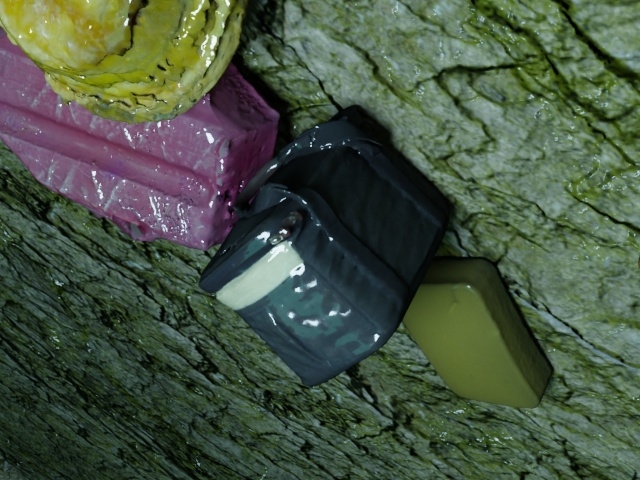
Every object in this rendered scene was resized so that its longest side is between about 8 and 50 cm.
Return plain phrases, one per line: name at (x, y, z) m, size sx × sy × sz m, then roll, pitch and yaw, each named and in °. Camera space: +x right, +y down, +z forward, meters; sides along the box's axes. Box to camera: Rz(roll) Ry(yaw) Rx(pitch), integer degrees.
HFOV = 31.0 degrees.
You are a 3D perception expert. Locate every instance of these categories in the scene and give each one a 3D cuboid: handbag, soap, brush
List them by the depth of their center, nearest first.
handbag at (0.000, 0.000, 1.126) m, size 0.181 × 0.254 × 0.181 m, roll 45°, pitch 133°, yaw -11°
soap at (-0.205, -0.134, 1.207) m, size 0.324 × 0.127 × 0.220 m, roll 23°, pitch 115°, yaw 18°
brush at (0.167, 0.101, 1.276) m, size 0.123 × 0.059 × 0.197 m, roll -1°, pitch 134°, yaw 42°

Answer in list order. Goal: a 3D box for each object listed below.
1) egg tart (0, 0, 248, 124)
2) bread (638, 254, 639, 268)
egg tart at (-0.204, -0.242, 1.029) m, size 0.294 × 0.123 × 0.294 m, roll 7°, pitch 108°, yaw 22°
bread at (0.314, -0.015, 0.981) m, size 0.043 × 0.062 × 0.109 m, roll 34°, pitch 107°, yaw 2°
